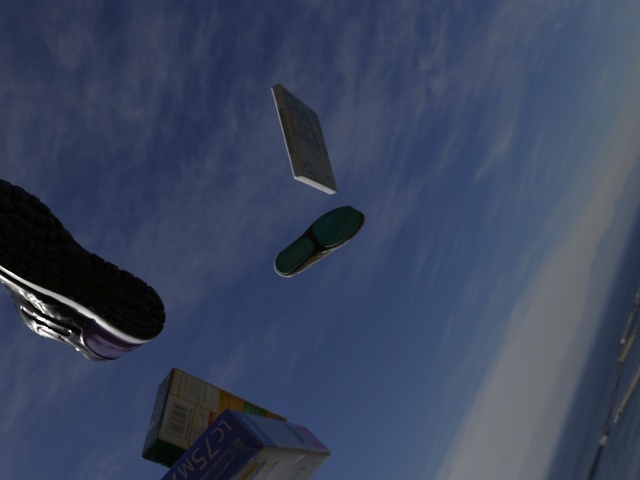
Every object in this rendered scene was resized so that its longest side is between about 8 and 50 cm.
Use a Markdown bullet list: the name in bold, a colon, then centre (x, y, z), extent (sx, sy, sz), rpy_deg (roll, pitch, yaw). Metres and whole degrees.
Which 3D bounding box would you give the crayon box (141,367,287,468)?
- **crayon box**: centre (-0.229, 0.449, 1.267), extent (0.083, 0.323, 0.203), rpy_deg (-50, 22, 22)

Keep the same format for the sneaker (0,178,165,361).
- **sneaker**: centre (-0.329, 0.052, 0.638), extent (0.283, 0.124, 0.107), rpy_deg (45, -154, -24)

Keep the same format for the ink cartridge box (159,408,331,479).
- **ink cartridge box**: centre (-0.103, 0.271, 0.579), extent (0.186, 0.065, 0.311), rpy_deg (-47, -23, -6)

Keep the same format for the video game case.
- **video game case**: centre (-0.028, -0.193, 1.094), extent (0.201, 0.023, 0.183), rpy_deg (10, -116, -69)

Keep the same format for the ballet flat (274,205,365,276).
- **ballet flat**: centre (0.000, 0.000, 0.851), extent (0.168, 0.057, 0.052), rpy_deg (-32, -15, 18)
